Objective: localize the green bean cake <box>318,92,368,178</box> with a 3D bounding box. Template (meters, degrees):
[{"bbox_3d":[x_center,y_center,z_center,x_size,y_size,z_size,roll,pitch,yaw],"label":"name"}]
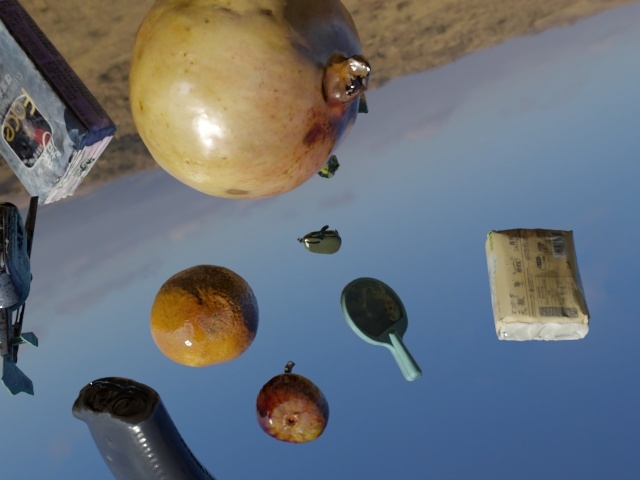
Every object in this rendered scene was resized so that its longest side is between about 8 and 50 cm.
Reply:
[{"bbox_3d":[-0.016,-0.284,2.340,0.233,0.236,0.124,14,-149,-18],"label":"green bean cake"}]

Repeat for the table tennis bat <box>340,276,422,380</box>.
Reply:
[{"bbox_3d":[0.131,0.177,1.910,0.149,0.237,0.038,-17,159,-40],"label":"table tennis bat"}]

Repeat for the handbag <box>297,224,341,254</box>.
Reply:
[{"bbox_3d":[0.000,0.000,2.302,0.111,0.072,0.047,0,-152,-30],"label":"handbag"}]

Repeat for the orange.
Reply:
[{"bbox_3d":[-0.273,0.181,2.218,0.264,0.264,0.264,-24,-175,2],"label":"orange"}]

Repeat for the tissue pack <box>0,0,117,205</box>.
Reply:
[{"bbox_3d":[-0.589,-0.282,1.928,0.122,0.361,0.259,-28,168,-47],"label":"tissue pack"}]

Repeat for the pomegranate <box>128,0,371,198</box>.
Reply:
[{"bbox_3d":[-0.078,-0.212,1.253,0.338,0.338,0.338,-24,-175,2],"label":"pomegranate"}]

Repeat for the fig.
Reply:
[{"bbox_3d":[-0.075,0.353,2.041,0.149,0.148,0.202,4,-175,-35],"label":"fig"}]

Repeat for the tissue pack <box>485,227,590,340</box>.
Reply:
[{"bbox_3d":[0.427,0.087,1.881,0.186,0.222,0.090,-2,151,-1],"label":"tissue pack"}]

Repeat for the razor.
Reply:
[{"bbox_3d":[-0.299,0.393,1.692,0.204,0.349,0.113,5,-136,37],"label":"razor"}]

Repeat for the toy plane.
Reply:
[{"bbox_3d":[-0.537,0.077,1.620,0.106,0.381,0.155,-15,156,10],"label":"toy plane"}]
